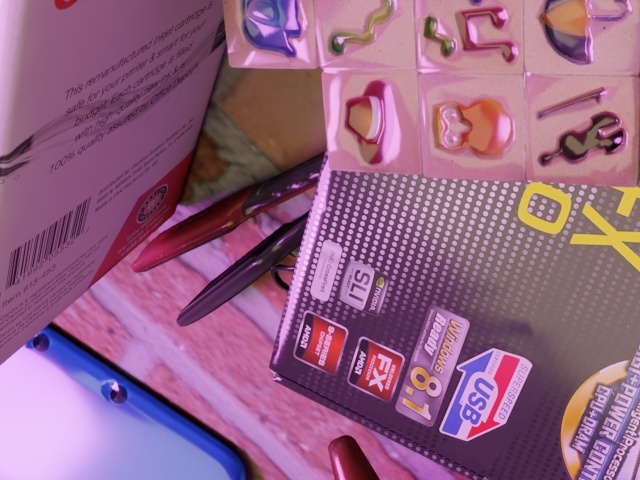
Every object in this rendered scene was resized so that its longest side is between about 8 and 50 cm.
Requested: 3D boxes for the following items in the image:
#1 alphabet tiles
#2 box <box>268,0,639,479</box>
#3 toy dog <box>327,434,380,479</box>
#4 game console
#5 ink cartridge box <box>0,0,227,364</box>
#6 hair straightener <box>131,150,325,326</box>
[{"bbox_3d":[0.049,-0.134,0.355,0.198,0.009,0.237,5,112,25],"label":"alphabet tiles"},{"bbox_3d":[0.111,-0.020,0.409,0.216,0.060,0.270,25,120,17],"label":"box"},{"bbox_3d":[0.097,0.177,0.501,0.333,0.220,0.161,-9,101,34],"label":"toy dog"},{"bbox_3d":[-0.206,0.179,0.817,0.293,0.173,0.250,32,164,10],"label":"game console"},{"bbox_3d":[-0.124,-0.078,0.478,0.100,0.172,0.237,32,133,10],"label":"ink cartridge box"},{"bbox_3d":[0.000,0.000,0.550,0.230,0.047,0.089,-27,104,38],"label":"hair straightener"}]
